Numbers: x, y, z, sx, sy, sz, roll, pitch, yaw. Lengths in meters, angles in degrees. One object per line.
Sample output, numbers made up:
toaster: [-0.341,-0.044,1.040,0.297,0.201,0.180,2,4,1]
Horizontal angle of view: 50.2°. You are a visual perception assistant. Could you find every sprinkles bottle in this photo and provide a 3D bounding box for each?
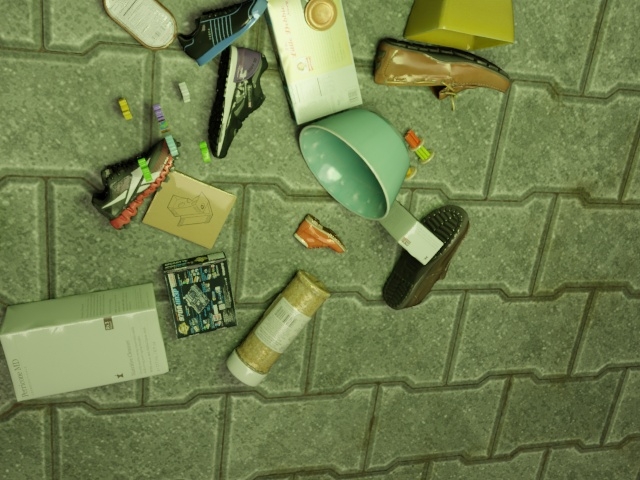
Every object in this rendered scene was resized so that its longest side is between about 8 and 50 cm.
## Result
sprinkles bottle: [-0.122,0.254,1.973,0.121,0.121,0.355,35,98,-27]

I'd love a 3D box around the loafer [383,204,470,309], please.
loafer: [0.326,0.052,2.045,0.130,0.134,0.366,13,120,-46]

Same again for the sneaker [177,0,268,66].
sneaker: [-0.233,-0.515,1.617,0.232,0.081,0.090,-36,119,14]

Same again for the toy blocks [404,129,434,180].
toy blocks: [0.232,-0.257,1.908,0.123,0.054,0.148,-45,117,5]

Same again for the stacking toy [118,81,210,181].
stacking toy: [-0.376,-0.265,1.657,0.167,0.052,0.221,-19,83,-10]

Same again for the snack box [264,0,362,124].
snack box: [-0.018,-0.476,1.730,0.187,0.060,0.322,-19,116,-10]

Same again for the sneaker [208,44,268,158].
sneaker: [-0.199,-0.335,1.712,0.124,0.107,0.283,5,111,-26]

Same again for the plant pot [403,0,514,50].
plant pot: [0.360,-0.600,1.728,0.212,0.212,0.187,5,98,-19]

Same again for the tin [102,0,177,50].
tin: [-0.419,-0.528,1.595,0.190,0.040,0.106,39,92,-27]

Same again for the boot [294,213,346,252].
boot: [0.000,0.000,1.945,0.158,0.059,0.084,36,101,-19]

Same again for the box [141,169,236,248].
box: [-0.347,-0.085,1.814,0.201,0.021,0.164,23,103,-24]

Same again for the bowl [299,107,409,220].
bowl: [0.110,-0.220,1.773,0.163,0.311,0.311,-44,120,-18]

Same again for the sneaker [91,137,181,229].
sneaker: [-0.465,-0.160,1.700,0.135,0.097,0.276,37,99,-29]

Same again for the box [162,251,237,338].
box: [-0.333,0.154,1.902,0.175,0.051,0.220,-12,115,-13]

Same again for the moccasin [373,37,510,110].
moccasin: [0.326,-0.433,1.817,0.380,0.139,0.147,2,118,-21]

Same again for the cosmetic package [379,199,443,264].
cosmetic package: [0.237,-0.036,1.903,0.117,0.231,0.085,38,97,-28]

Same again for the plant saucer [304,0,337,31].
plant saucer: [0.002,-0.552,1.663,0.083,0.013,0.083,-6,112,-15]

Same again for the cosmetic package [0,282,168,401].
cosmetic package: [-0.615,0.263,1.800,0.385,0.156,0.217,-11,117,-14]
